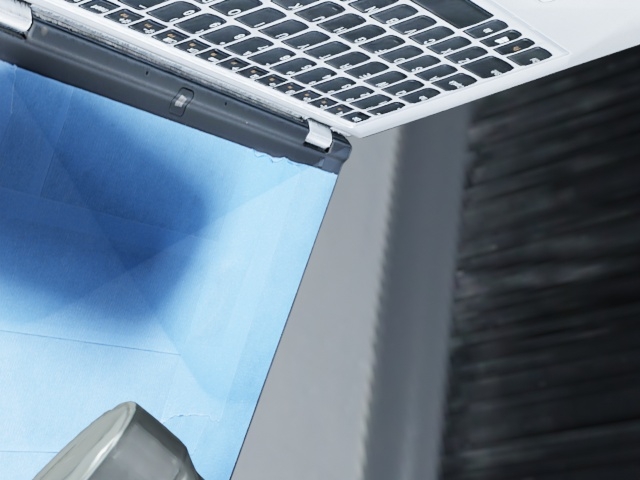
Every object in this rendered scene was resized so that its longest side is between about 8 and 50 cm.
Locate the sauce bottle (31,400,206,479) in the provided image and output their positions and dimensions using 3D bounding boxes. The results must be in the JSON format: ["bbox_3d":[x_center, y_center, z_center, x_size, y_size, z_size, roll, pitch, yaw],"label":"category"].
[{"bbox_3d":[0.039,0.190,0.567,0.344,0.111,0.111,46,49,-8],"label":"sauce bottle"}]

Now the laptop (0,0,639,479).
[{"bbox_3d":[0.000,0.000,0.849,0.382,0.408,0.236,15,61,-63],"label":"laptop"}]
